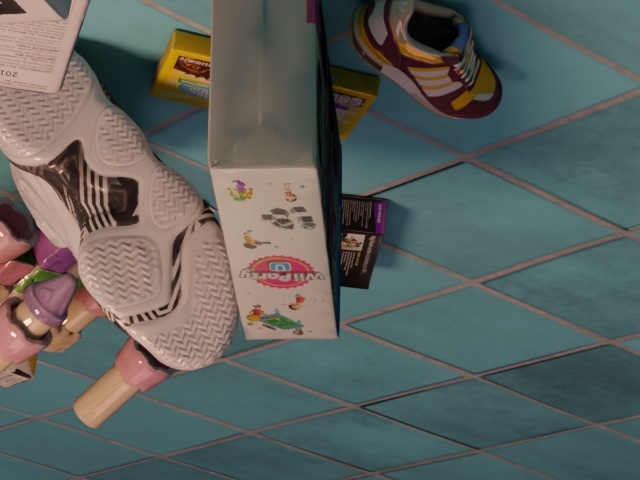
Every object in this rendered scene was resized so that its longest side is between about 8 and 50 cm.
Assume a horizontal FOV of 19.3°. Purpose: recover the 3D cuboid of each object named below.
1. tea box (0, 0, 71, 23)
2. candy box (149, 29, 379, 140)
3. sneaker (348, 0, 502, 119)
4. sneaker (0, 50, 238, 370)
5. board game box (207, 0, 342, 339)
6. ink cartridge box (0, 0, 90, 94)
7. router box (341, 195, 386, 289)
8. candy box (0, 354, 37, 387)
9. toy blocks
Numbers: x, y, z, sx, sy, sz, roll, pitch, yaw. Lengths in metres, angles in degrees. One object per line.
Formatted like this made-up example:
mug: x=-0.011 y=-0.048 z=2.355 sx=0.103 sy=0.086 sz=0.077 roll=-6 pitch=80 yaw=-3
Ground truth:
tea box: x=-0.314 y=-0.309 z=1.118 sx=0.329 sy=0.324 sz=0.220 roll=-2 pitch=157 yaw=17
candy box: x=-0.056 y=-0.149 z=1.823 sx=0.205 sy=0.027 sz=0.105 roll=12 pitch=157 yaw=-13
sneaker: x=0.114 y=-0.163 z=1.689 sx=0.185 sy=0.070 sz=0.084 roll=24 pitch=157 yaw=-38
sneaker: x=-0.196 y=-0.021 z=1.842 sx=0.137 sy=0.366 sz=0.210 roll=-34 pitch=168 yaw=-8
board game box: x=-0.037 y=-0.076 z=1.689 sx=0.097 sy=0.224 sz=0.303 roll=-1 pitch=150 yaw=3
ink cartridge box: x=-0.314 y=-0.248 z=1.478 sx=0.270 sy=0.151 sz=0.395 roll=8 pitch=156 yaw=-14
router box: x=0.000 y=0.000 z=2.142 sx=0.133 sy=0.046 sz=0.179 roll=7 pitch=158 yaw=-2
candy box: x=-0.449 y=0.070 z=2.284 sx=0.233 sy=0.159 sz=0.071 roll=22 pitch=154 yaw=-35
toy blocks: x=-0.294 y=0.005 z=2.082 sx=0.260 sy=0.309 sz=0.288 roll=-42 pitch=150 yaw=19
